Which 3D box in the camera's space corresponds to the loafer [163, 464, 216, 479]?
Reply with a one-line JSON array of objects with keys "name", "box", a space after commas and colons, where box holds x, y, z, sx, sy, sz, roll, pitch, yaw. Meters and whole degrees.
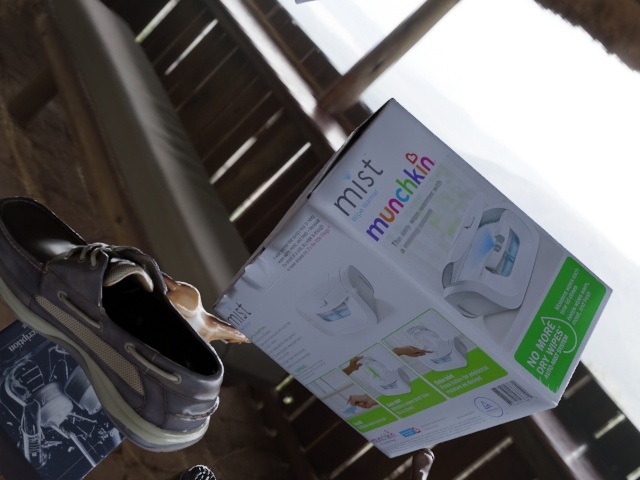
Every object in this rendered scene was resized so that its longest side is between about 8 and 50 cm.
[{"name": "loafer", "box": [-0.254, 0.639, 1.609, 0.134, 0.130, 0.366, -8, 87, -64]}]

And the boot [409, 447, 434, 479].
[{"name": "boot", "box": [0.157, 0.411, 1.296, 0.106, 0.037, 0.114, 84, 22, -44]}]

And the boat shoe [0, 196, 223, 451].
[{"name": "boat shoe", "box": [-0.229, 0.062, 0.864, 0.355, 0.130, 0.132, 43, 26, 12]}]

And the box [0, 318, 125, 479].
[{"name": "box", "box": [-0.516, 0.286, 1.563, 0.312, 0.179, 0.343, 55, 46, -9]}]

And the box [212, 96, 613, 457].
[{"name": "box", "box": [0.057, 0.052, 0.670, 0.231, 0.127, 0.262, 40, -32, -2]}]

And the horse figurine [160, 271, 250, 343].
[{"name": "horse figurine", "box": [-0.254, 0.127, 1.392, 0.263, 0.174, 0.066, 61, 29, -42]}]

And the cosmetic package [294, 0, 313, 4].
[{"name": "cosmetic package", "box": [-0.001, -0.374, 0.803, 0.060, 0.099, 0.239, -56, 138, -53]}]
